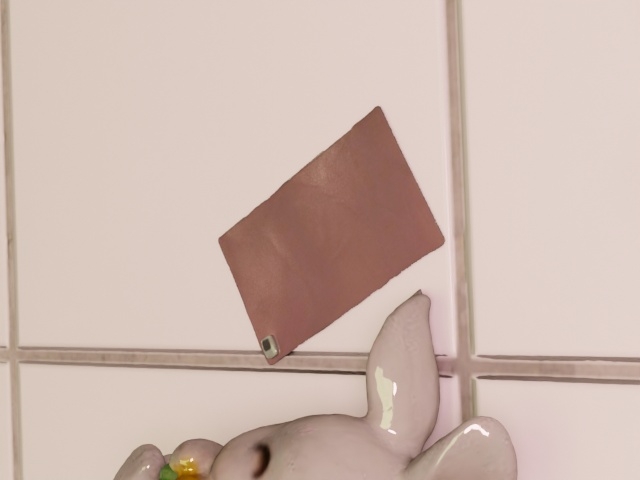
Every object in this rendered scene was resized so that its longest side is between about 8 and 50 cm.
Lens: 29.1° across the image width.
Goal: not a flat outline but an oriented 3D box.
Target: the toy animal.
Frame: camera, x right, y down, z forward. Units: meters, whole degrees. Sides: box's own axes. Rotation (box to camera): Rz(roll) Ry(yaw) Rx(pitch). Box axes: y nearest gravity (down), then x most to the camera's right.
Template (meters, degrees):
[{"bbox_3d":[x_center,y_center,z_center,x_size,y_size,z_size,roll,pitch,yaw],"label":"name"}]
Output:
[{"bbox_3d":[-0.018,0.184,0.820,0.325,0.154,0.208,-40,42,11],"label":"toy animal"}]

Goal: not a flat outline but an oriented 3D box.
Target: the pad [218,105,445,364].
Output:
[{"bbox_3d":[0.000,0.000,0.891,0.188,0.006,0.113,-37,66,34],"label":"pad"}]
